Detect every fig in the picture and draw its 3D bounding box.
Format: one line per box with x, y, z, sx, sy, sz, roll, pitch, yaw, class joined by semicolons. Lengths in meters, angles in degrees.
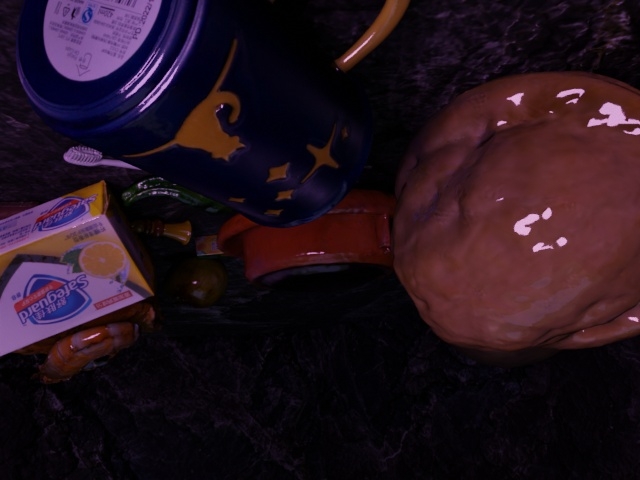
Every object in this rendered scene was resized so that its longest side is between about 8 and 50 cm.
-0.288;0.097;1.500;0.136;0.120;0.153;-11;168;40;fig

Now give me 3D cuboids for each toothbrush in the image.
-0.208;-0.100;0.893;0.287;0.020;0.025;4;157;-40;toothbrush

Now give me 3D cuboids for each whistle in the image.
-0.296;-0.026;1.172;0.109;0.057;0.046;11;115;-30;whistle

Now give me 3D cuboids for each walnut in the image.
0.276;-0.031;0.810;0.384;0.383;0.383;-6;167;-1;walnut

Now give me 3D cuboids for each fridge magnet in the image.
0.000;0.000;1.135;0.364;0.155;0.363;-5;167;-1;fridge magnet

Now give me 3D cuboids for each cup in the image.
-0.066;-0.158;0.510;0.178;0.254;0.256;29;-178;28;cup

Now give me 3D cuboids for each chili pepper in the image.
-0.203;-0.068;0.972;0.182;0.050;0.073;6;169;-37;chili pepper

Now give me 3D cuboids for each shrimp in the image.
-0.413;0.198;1.132;0.152;0.062;0.287;-13;167;-45;shrimp

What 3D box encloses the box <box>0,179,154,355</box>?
-0.398;0.044;0.941;0.265;0.097;0.168;-20;126;-3;box

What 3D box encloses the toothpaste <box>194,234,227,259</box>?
-0.172;0.008;1.343;0.179;0.043;0.037;-5;164;-8;toothpaste

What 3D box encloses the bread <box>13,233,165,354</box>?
-0.486;0.103;1.224;0.399;0.215;0.398;-7;166;-2;bread

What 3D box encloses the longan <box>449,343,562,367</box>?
0.439;0.127;1.520;0.405;0.335;0.404;0;156;0;longan

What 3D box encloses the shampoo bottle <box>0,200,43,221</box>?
-0.538;-0.024;0.951;0.237;0.068;0.067;-4;-150;-14;shampoo bottle
